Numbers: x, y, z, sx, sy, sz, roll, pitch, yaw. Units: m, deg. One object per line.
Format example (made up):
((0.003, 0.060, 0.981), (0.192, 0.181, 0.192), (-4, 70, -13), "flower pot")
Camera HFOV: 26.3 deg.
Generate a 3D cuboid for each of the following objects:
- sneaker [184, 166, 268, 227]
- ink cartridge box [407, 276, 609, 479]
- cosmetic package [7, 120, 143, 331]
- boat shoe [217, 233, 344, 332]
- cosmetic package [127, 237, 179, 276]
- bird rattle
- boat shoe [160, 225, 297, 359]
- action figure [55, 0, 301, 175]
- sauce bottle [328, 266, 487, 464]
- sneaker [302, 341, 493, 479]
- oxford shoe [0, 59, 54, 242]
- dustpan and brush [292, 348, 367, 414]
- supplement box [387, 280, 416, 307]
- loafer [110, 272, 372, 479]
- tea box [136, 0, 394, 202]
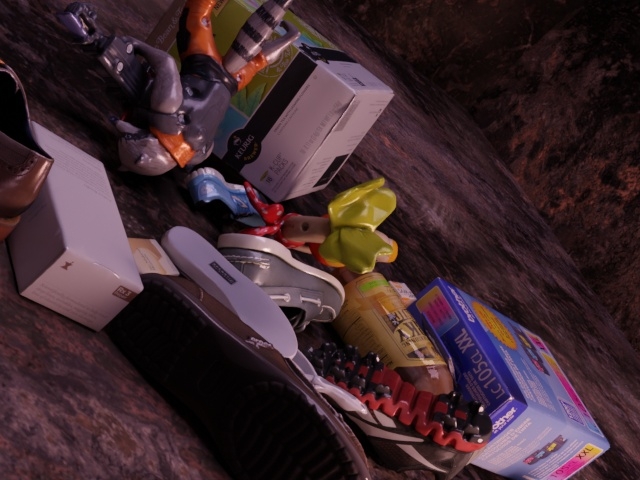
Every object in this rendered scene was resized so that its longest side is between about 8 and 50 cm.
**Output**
((-0.138, -0.046, 2.038), (0.162, 0.063, 0.073), (24, 44, -42), "sneaker")
((0.265, 0.233, 2.218), (0.395, 0.151, 0.270), (27, 26, -46), "ink cartridge box")
((-0.287, -0.018, 1.532), (0.117, 0.085, 0.231), (33, 24, -40), "cosmetic package")
((-0.058, 0.078, 1.885), (0.319, 0.116, 0.099), (39, 56, -62), "boat shoe")
((-0.225, 0.030, 1.644), (0.060, 0.041, 0.115), (52, 17, 15), "cosmetic package")
((0.000, 0.000, 1.976), (0.207, 0.253, 0.143), (29, 60, -56), "bird rattle")
((-0.126, 0.083, 1.705), (0.228, 0.076, 0.080), (42, 32, 12), "boat shoe")
((-0.190, -0.240, 1.877), (0.178, 0.330, 0.341), (19, -16, 38), "action figure")
((0.122, 0.185, 2.032), (0.344, 0.111, 0.111), (54, 18, 22), "sauce bottle")
((0.087, 0.239, 1.848), (0.276, 0.135, 0.097), (25, 28, 6), "sneaker")
((-0.395, -0.168, 1.515), (0.363, 0.133, 0.130), (55, 19, 26), "oxford shoe")
((-0.032, 0.173, 1.757), (0.211, 0.060, 0.147), (42, 17, -17), "dustpan and brush")
((0.096, 0.109, 2.158), (0.036, 0.098, 0.062), (53, 18, 21), "supplement box")
((-0.070, 0.166, 1.543), (0.366, 0.134, 0.130), (48, 19, 3), "loafer")
((-0.093, -0.249, 2.208), (0.323, 0.220, 0.329), (37, 12, 6), "tea box")
